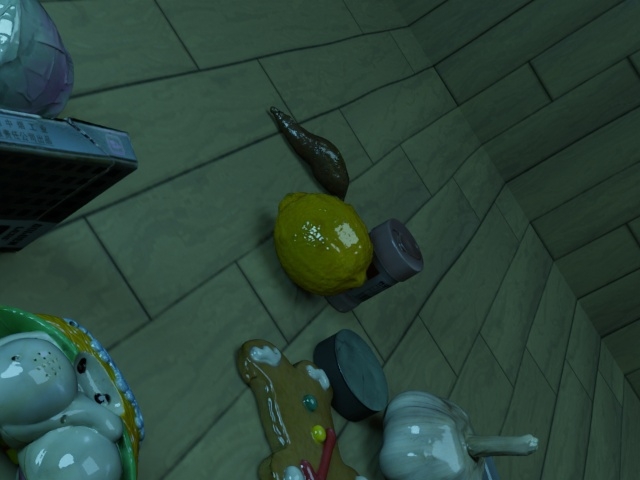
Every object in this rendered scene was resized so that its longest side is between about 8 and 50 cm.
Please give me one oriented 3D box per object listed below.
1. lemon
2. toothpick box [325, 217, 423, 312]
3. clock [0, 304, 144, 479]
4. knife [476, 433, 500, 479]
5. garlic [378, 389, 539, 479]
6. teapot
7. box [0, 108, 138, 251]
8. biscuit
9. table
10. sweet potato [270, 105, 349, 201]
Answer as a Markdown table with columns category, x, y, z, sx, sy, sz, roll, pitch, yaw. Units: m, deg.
| category | x | y | z | sx | sy | sz | roll | pitch | yaw |
| --- | --- | --- | --- | --- | --- | --- | --- | --- | --- |
| lemon | 0.000 | 0.000 | 1.437 | 0.187 | 0.142 | 0.142 | 52 | 21 | 18 |
| toothpick box | 0.078 | 0.041 | 1.533 | 0.098 | 0.149 | 0.098 | 43 | 29 | -31 |
| clock | -0.234 | 0.161 | 0.837 | 0.231 | 0.103 | 0.144 | 57 | 25 | 0 |
| knife | 0.289 | 0.454 | 1.602 | 0.073 | 0.040 | 0.265 | 10 | 52 | -46 |
| garlic | 0.205 | 0.300 | 1.382 | 0.199 | 0.226 | 0.199 | 36 | 43 | -44 |
| teapot | -0.324 | -0.164 | 0.967 | 0.221 | 0.163 | 0.178 | 57 | 8 | 21 |
| box | -0.324 | -0.050 | 0.808 | 0.325 | 0.180 | 0.047 | 1 | 61 | -62 |
| biscuit | -0.001 | 0.290 | 1.213 | 0.216 | 0.047 | 0.340 | 29 | 37 | -47 |
| table | 0.046 | 0.200 | 1.413 | 0.133 | 0.043 | 0.133 | 45 | 27 | -30 |
| sweet potato | -0.006 | -0.162 | 1.715 | 0.226 | 0.068 | 0.068 | 51 | 25 | -16 |
